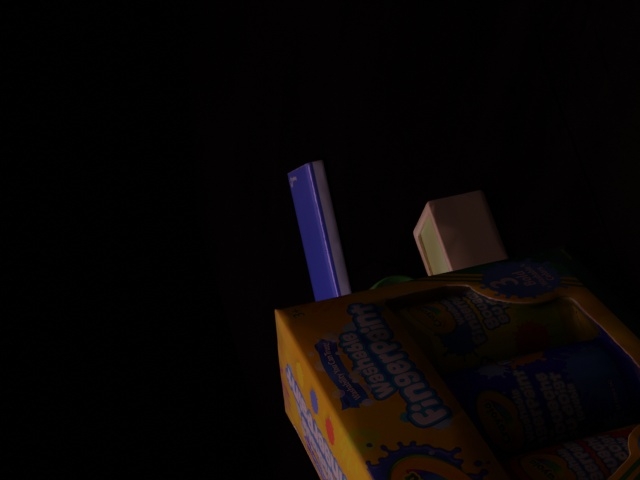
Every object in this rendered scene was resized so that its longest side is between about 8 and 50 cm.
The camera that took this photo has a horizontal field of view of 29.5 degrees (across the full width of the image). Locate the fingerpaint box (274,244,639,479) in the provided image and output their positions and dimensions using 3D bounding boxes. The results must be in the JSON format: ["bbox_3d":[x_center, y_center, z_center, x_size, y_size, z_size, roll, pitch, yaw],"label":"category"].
[{"bbox_3d":[0.191,0.200,1.273,0.445,0.371,0.163,-123,25,-58],"label":"fingerpaint box"}]

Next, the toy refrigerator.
[{"bbox_3d":[0.212,0.078,1.664,0.102,0.094,0.270,109,146,-64],"label":"toy refrigerator"}]

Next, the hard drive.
[{"bbox_3d":[0.000,0.000,2.571,0.210,0.040,0.319,167,91,-77],"label":"hard drive"}]

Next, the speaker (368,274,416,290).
[{"bbox_3d":[0.114,0.171,2.080,0.296,0.131,0.131,104,151,-61],"label":"speaker"}]
